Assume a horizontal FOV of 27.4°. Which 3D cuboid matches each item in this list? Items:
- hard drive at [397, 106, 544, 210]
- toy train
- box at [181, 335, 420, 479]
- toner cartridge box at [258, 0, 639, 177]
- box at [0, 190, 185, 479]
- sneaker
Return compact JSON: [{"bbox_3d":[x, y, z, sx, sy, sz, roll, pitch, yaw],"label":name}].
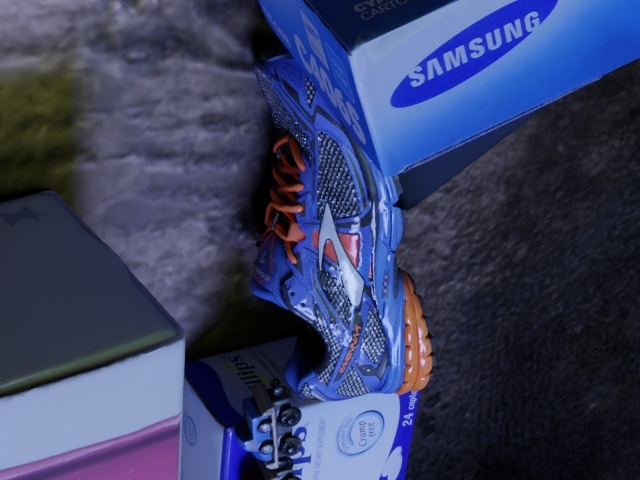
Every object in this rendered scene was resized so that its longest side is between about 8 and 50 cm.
[{"bbox_3d":[0.084,-0.089,0.774,0.135,0.022,0.094,-37,134,-8],"label":"hard drive"},{"bbox_3d":[-0.030,0.143,0.755,0.036,0.027,0.158,-11,126,-15],"label":"toy train"},{"bbox_3d":[-0.017,0.130,0.822,0.137,0.072,0.126,-12,125,-27],"label":"box"},{"bbox_3d":[0.146,-0.170,0.628,0.348,0.165,0.075,-26,131,-7],"label":"toner cartridge box"},{"bbox_3d":[-0.157,0.118,0.658,0.127,0.148,0.232,-17,128,-31],"label":"box"},{"bbox_3d":[0.000,0.000,0.719,0.087,0.083,0.221,-20,112,-11],"label":"sneaker"}]
